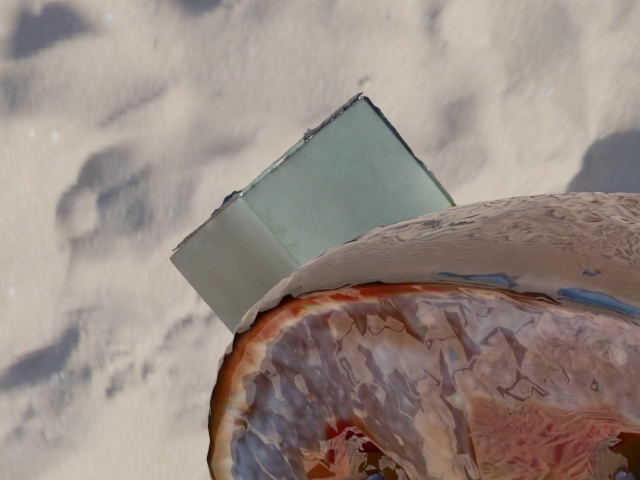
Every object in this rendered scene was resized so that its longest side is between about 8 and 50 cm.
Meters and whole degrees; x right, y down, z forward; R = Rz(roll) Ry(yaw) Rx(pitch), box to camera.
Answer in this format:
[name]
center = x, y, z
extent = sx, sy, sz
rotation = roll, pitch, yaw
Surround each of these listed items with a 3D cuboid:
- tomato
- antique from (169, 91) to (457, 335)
[tomato]
center = 0.130, 0.104, 0.554
extent = 0.338, 0.338, 0.144
rotation = 44, 54, 5
[antique]
center = 0.000, 0.000, 1.449
extent = 0.148, 0.147, 0.152
rotation = 50, 57, -1
